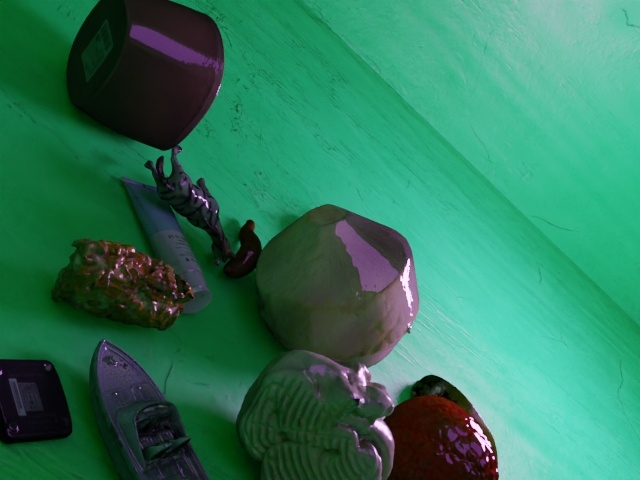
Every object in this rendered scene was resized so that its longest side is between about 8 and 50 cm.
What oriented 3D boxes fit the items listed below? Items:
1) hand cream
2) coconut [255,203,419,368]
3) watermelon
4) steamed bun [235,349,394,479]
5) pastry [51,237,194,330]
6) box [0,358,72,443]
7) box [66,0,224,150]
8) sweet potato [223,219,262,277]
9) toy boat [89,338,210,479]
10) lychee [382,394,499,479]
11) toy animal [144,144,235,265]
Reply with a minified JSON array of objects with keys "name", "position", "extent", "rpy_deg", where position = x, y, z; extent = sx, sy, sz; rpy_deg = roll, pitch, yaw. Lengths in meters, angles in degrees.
[{"name":"hand cream","position":[-0.301,0.001,1.760],"extent":[0.111,0.070,0.312],"rpy_deg":[16,35,-48]},{"name":"coconut","position":[0.032,0.090,1.894],"extent":[0.352,0.352,0.352],"rpy_deg":[38,29,-26]},{"name":"watermelon","position":[0.295,0.457,2.108],"extent":[0.128,0.159,0.303],"rpy_deg":[-27,75,-25]},{"name":"steamed bun","position":[-0.004,0.325,1.603],"extent":[0.206,0.275,0.320],"rpy_deg":[-73,158,-73]},{"name":"pastry","position":[-0.314,0.075,1.520],"extent":[0.250,0.154,0.102],"rpy_deg":[21,38,-43]},{"name":"box","position":[-0.417,0.227,1.301],"extent":[0.125,0.027,0.126],"rpy_deg":[9,49,-55]},{"name":"box","position":[-0.362,-0.355,1.844],"extent":[0.216,0.301,0.301],"rpy_deg":[18,41,-42]},{"name":"sweet potato","position":[-0.155,0.018,1.949],"extent":[0.249,0.069,0.059],"rpy_deg":[-77,164,-59]},{"name":"toy boat","position":[-0.266,0.290,1.389],"extent":[0.319,0.092,0.141],"rpy_deg":[58,25,15]},{"name":"lychee","position":[0.218,0.440,1.844],"extent":[0.255,0.300,0.255],"rpy_deg":[6,81,-49]},{"name":"toy animal","position":[-0.256,-0.080,1.853],"extent":[0.255,0.090,0.170],"rpy_deg":[49,10,-26]}]
